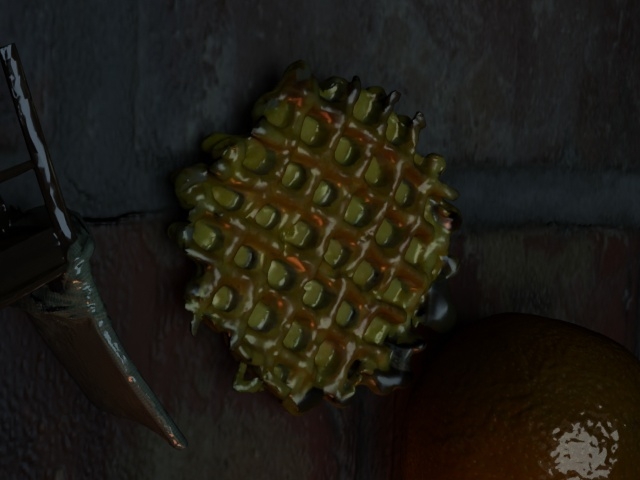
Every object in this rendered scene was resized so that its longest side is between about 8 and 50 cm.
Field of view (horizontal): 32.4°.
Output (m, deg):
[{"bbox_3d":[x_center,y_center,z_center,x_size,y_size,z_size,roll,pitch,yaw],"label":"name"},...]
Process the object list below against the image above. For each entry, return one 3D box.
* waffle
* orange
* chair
[{"bbox_3d":[0.004,0.010,0.987,0.329,0.062,0.329,-6,101,-34],"label":"waffle"},{"bbox_3d":[0.197,0.198,1.043,0.264,0.264,0.264,-5,100,-33],"label":"orange"},{"bbox_3d":[-0.242,0.040,0.774,0.186,0.160,0.319,-30,112,-33],"label":"chair"}]
